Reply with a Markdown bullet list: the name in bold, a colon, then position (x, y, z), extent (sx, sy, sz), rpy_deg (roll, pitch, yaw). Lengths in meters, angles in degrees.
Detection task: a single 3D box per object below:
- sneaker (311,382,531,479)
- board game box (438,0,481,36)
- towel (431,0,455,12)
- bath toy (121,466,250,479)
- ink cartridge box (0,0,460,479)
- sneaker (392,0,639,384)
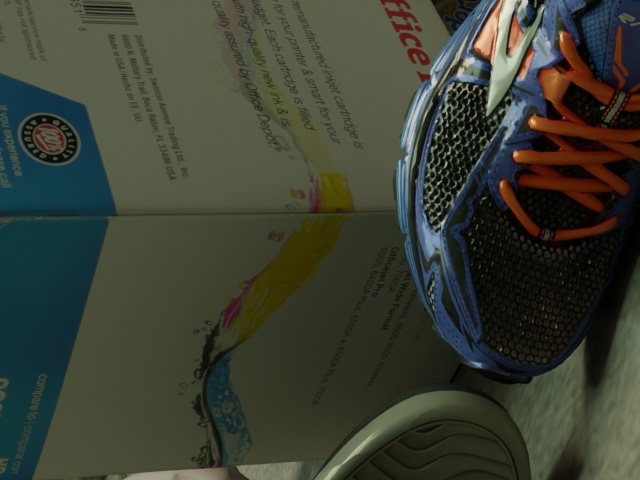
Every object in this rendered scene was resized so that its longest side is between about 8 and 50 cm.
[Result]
- **sneaker**: position (0.012, 0.116, 0.599), extent (0.118, 0.083, 0.222), rpy_deg (-84, 13, -57)
- **board game box**: position (0.045, -0.063, 0.890), extent (0.210, 0.047, 0.160), rpy_deg (120, 165, -56)
- **towel**: position (-0.028, -0.142, 0.855), extent (0.282, 0.049, 0.187), rpy_deg (-38, 46, 22)
- **bath toy**: position (-0.079, 0.052, 0.980), extent (0.151, 0.129, 0.348), rpy_deg (-20, -61, -84)
- **ink cartridge box**: position (-0.060, -0.014, 0.698), extent (0.168, 0.233, 0.171), rpy_deg (113, 147, -42)
- **sneaker**: position (0.085, -0.061, 0.515), extent (0.087, 0.083, 0.221), rpy_deg (-155, 79, -74)
